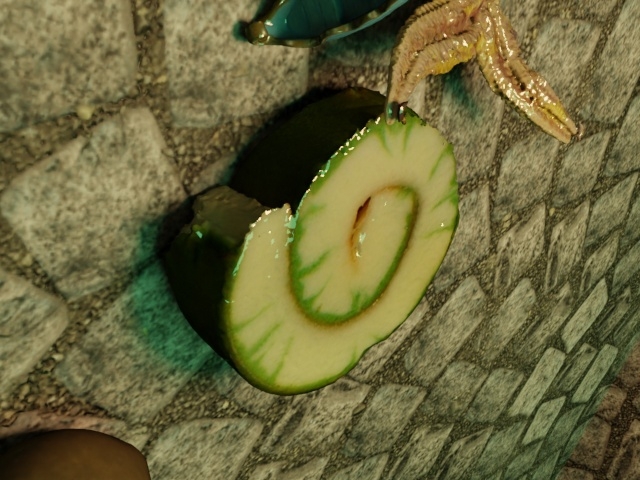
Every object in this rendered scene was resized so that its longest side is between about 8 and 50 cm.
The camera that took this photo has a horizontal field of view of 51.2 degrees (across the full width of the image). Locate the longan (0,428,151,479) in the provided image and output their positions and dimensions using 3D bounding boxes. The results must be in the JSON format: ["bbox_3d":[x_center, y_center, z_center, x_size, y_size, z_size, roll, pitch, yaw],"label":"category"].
[{"bbox_3d":[-0.266,0.292,0.689,0.212,0.198,0.198,7,111,-49],"label":"longan"}]

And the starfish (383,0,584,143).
[{"bbox_3d":[0.190,-0.286,0.760,0.384,0.132,0.398,-19,118,-42],"label":"starfish"}]

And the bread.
[{"bbox_3d":[0.000,0.000,0.794,0.382,0.129,0.366,0,115,-45],"label":"bread"}]

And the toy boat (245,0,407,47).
[{"bbox_3d":[0.010,-0.228,0.623,0.077,0.185,0.075,-19,94,-48],"label":"toy boat"}]
